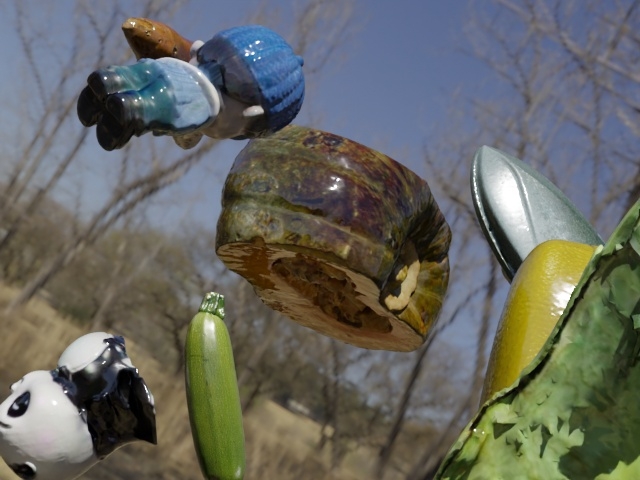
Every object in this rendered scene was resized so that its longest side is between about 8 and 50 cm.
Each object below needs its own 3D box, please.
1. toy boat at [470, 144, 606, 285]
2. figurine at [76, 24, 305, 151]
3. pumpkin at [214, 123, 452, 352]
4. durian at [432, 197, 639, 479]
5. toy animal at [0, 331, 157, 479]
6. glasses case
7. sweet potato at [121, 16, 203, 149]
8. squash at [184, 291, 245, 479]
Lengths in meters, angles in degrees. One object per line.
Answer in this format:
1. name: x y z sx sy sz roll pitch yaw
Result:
1. toy boat: 0.274 0.020 1.490 0.319 0.141 0.092 59 -38 12
2. figurine: -0.071 -0.092 0.726 0.136 0.079 0.077 -4 43 -49
3. pumpkin: 0.000 0.000 1.217 0.222 0.139 0.317 14 -13 23
4. durian: 0.166 0.103 0.477 0.198 0.394 0.163 32 17 -24
5. toy animal: -0.274 0.190 1.373 0.138 0.179 0.166 64 -8 -5
6. glasses case: 0.222 0.179 1.217 0.141 0.371 0.173 12 -10 2
7. sweet potato: -0.196 -0.218 1.710 0.112 0.112 0.359 29 -20 13
8. squash: -0.135 0.190 1.551 0.066 0.252 0.066 -8 -7 -1
